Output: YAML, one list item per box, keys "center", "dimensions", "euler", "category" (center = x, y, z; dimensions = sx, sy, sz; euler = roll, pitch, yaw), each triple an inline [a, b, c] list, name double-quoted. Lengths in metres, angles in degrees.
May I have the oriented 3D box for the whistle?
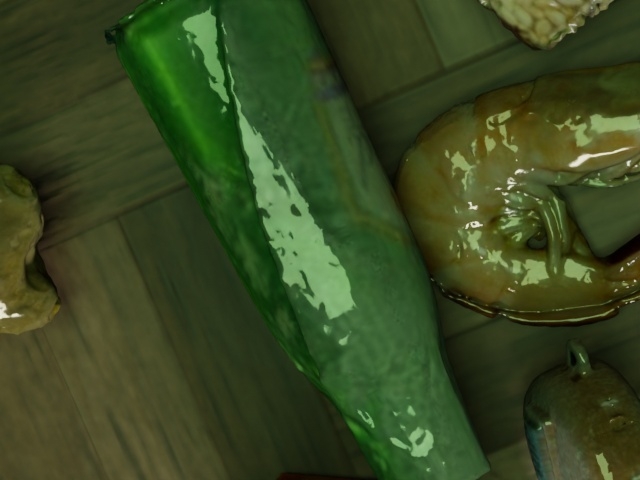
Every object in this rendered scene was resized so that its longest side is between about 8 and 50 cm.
- center: [0.148, 0.152, 0.947]
  dimensions: [0.057, 0.107, 0.220]
  euler: [-19, 109, -10]
  category: "whistle"

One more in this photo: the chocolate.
- center: [0.000, 0.000, 0.942]
  dimensions: [0.110, 0.110, 0.291]
  euler: [-27, 91, 11]
  category: "chocolate"

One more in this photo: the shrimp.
- center: [0.151, -0.026, 0.944]
  dimensions: [0.236, 0.053, 0.133]
  euler: [-15, 90, 15]
  category: "shrimp"

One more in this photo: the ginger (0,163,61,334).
- center: [-0.274, -0.031, 1.003]
  dimensions: [0.295, 0.086, 0.131]
  euler: [31, 122, 10]
  category: "ginger"

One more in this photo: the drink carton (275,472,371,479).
- center: [0.014, 0.205, 0.841]
  dimensions: [0.155, 0.351, 0.111]
  euler: [4, 97, 10]
  category: "drink carton"

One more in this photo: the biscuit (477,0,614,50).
- center: [0.087, -0.175, 0.927]
  dimensions: [0.168, 0.082, 0.070]
  euler: [46, 56, 1]
  category: "biscuit"
